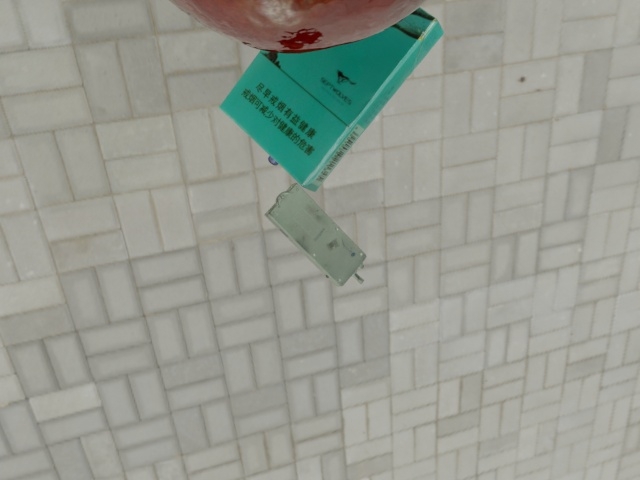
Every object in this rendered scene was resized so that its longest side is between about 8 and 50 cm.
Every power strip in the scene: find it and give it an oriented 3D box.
[{"bbox_3d":[0.000,0.000,0.637,0.136,0.019,0.051,45,72,-17],"label":"power strip"}]

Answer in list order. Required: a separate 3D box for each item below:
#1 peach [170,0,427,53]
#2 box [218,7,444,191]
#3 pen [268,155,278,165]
[{"bbox_3d":[-0.013,-0.222,0.313,0.243,0.199,0.243,-3,118,-6],"label":"peach"},{"bbox_3d":[0.006,-0.192,0.676,0.226,0.161,0.042,-51,158,11],"label":"box"},{"bbox_3d":[-0.014,-0.189,0.849,0.025,0.025,0.204,25,119,-28],"label":"pen"}]
